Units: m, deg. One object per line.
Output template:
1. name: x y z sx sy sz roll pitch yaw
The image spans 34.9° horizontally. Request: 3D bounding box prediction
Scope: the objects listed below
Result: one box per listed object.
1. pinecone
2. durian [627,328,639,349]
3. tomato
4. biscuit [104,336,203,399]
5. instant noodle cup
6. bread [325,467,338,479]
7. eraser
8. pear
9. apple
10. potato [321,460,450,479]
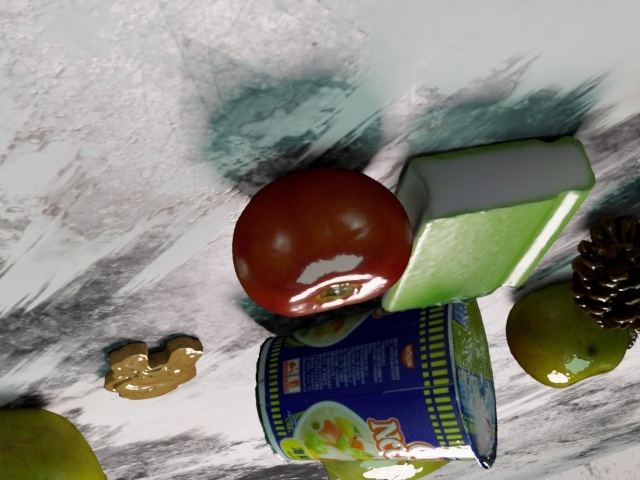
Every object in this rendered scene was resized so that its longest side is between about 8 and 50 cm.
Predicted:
1. pinecone: 0.421 0.043 1.408 0.174 0.173 0.173 -11 157 -5
2. durian: 0.516 0.164 1.815 0.188 0.091 0.148 0 154 -32
3. tomato: 0.000 0.000 1.097 0.195 0.136 0.195 -13 159 -5
4. biscuit: -0.261 0.205 1.577 0.144 0.040 0.236 -1 153 -14
5. instant noodle cup: 0.081 0.212 1.507 0.312 0.284 0.284 -11 159 18
6. bread: 0.045 0.438 2.139 0.074 0.139 0.084 -19 156 11
7. eraser: 0.185 -0.014 1.227 0.210 0.092 0.274 -10 156 -10
8. pear: -0.495 0.390 1.616 0.321 0.269 0.269 16 146 -26
9. apple: 0.399 0.150 1.638 0.196 0.157 0.196 -17 164 -5
10. potato: 0.129 0.331 1.850 0.304 0.216 0.216 -11 159 -23
